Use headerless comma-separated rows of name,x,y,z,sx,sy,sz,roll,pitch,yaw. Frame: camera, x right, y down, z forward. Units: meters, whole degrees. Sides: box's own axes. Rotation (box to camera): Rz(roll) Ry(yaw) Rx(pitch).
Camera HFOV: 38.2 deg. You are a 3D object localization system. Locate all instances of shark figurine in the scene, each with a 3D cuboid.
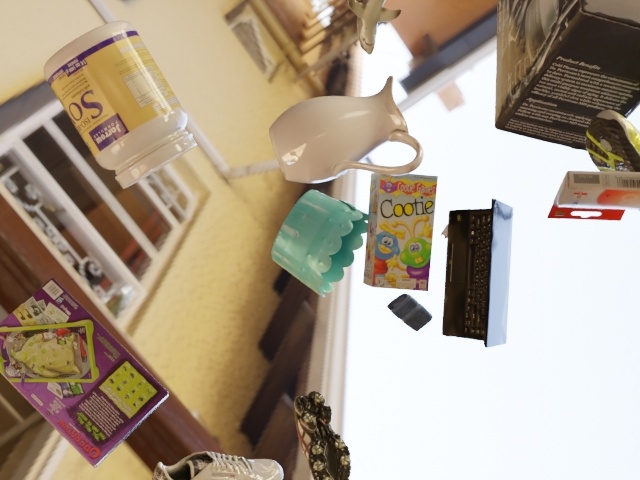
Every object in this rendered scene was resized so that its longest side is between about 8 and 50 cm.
shark figurine,0.166,-0.653,2.454,0.278,0.166,0.116,-46,-151,8

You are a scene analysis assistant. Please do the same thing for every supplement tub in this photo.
supplement tub,-0.460,-0.313,2.149,0.241,0.331,0.241,-31,-174,4

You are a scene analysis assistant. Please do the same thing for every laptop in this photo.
laptop,0.248,0.055,1.559,0.136,0.234,0.264,5,177,-31

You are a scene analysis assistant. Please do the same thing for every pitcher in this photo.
pitcher,0.039,-0.146,1.389,0.207,0.125,0.178,-19,-129,-4

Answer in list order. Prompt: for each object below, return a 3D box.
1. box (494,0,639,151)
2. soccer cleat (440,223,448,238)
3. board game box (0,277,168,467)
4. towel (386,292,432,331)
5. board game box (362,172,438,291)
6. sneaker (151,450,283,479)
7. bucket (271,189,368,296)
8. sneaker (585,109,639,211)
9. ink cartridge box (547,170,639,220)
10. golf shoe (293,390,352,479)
box,0.642,-0.552,2.224,0.472,0.297,0.480,121,-21,-61
soccer cleat,0.319,-0.029,2.264,0.035,0.029,0.083,-47,174,26
board game box,-0.502,0.265,1.875,0.208,0.347,0.056,-43,172,-23
towel,0.226,0.178,2.317,0.067,0.119,0.029,-38,-144,16
board game box,0.191,-0.023,2.235,0.142,0.275,0.144,4,-178,-7
sneaker,-0.167,0.397,1.545,0.235,0.095,0.090,-7,-160,-29
bucket,0.000,0.000,2.645,0.281,0.183,0.281,-54,165,-21
sneaker,0.720,-0.171,2.029,0.147,0.384,0.145,-52,-147,-3
ink cartridge box,0.495,-0.064,1.660,0.145,0.179,0.045,2,-119,2
golf shoe,0.004,0.510,2.277,0.105,0.273,0.120,-7,146,-16
